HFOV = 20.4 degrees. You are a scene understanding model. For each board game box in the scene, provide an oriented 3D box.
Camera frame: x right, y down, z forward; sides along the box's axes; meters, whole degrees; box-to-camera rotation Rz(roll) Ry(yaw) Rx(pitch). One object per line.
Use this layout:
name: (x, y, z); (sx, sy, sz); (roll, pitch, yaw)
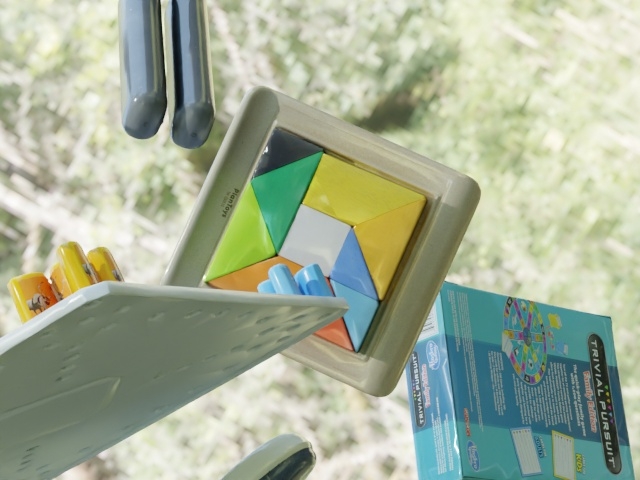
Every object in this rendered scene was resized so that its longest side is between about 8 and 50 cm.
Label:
board game box: (0.254, 0.203, 2.265); (0.079, 0.336, 0.254); (-25, 62, 43)
board game box: (-0.221, 0.116, 1.384); (0.390, 0.050, 0.390); (-30, -15, 21)

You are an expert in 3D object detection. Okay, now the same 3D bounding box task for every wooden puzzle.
wooden puzzle: (0.000, 0.000, 1.628); (0.044, 0.238, 0.221); (57, -122, -88)

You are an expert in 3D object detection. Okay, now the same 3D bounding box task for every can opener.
can opener: (-0.117, -0.196, 1.388); (0.283, 0.076, 0.095); (-98, 26, -46)

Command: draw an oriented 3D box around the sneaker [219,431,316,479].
sneaker: (-0.079, 0.336, 1.523); (0.350, 0.148, 0.131); (-56, -17, -9)
